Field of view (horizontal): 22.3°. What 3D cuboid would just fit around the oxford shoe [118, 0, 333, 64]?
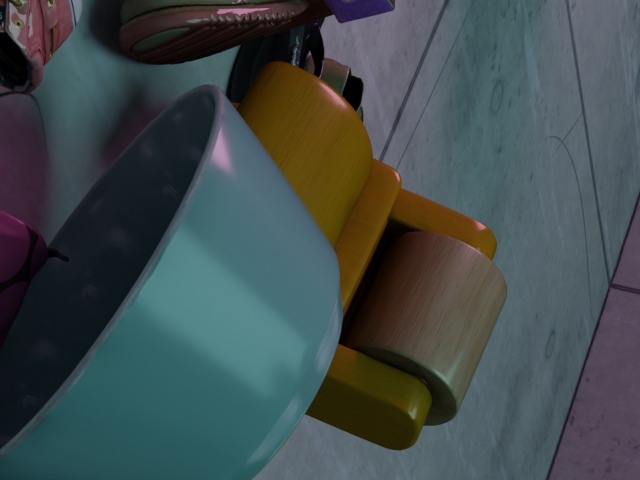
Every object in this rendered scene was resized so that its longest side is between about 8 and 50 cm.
[{"bbox_3d":[-0.073,-0.231,1.370,0.348,0.123,0.130,-31,103,-61],"label":"oxford shoe"}]

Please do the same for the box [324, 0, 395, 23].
[{"bbox_3d":[0.004,-0.358,1.358,0.201,0.057,0.293,43,43,-50],"label":"box"}]

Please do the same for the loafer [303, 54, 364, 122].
[{"bbox_3d":[0.022,-0.143,1.689,0.148,0.050,0.056,45,60,-65],"label":"loafer"}]

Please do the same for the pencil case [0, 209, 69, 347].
[{"bbox_3d":[-0.254,0.075,1.076,0.098,0.095,0.209,99,14,-64],"label":"pencil case"}]

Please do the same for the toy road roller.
[{"bbox_3d":[0.000,0.000,1.347,0.241,0.329,0.202,109,6,-59],"label":"toy road roller"}]

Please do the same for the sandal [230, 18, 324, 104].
[{"bbox_3d":[-0.023,-0.191,1.546,0.097,0.054,0.255,58,48,-60],"label":"sandal"}]

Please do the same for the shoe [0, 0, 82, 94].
[{"bbox_3d":[-0.208,-0.179,1.081,0.178,0.063,0.081,79,26,-53],"label":"shoe"}]

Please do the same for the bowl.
[{"bbox_3d":[-0.100,0.063,1.115,0.311,0.163,0.311,-48,-160,23],"label":"bowl"}]
